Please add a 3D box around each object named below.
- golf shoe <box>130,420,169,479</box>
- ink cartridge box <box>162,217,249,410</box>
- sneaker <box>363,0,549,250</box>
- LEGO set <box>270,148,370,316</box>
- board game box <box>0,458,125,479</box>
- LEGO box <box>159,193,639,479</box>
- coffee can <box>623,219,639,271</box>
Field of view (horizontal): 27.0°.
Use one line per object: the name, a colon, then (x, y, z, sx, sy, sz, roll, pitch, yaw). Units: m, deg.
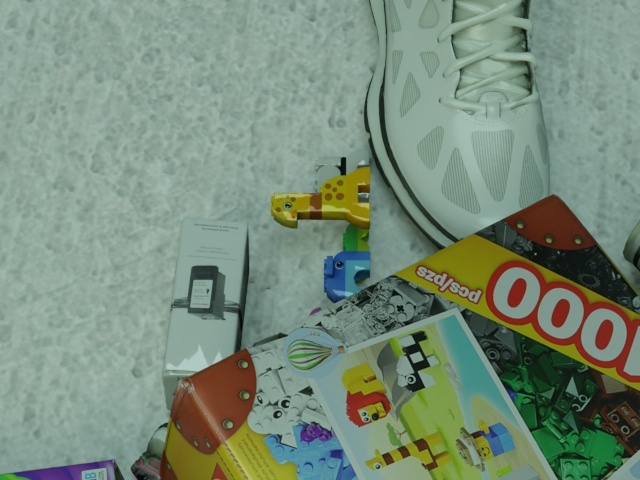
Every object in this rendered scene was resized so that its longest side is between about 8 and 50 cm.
golf shoe: (-0.070, 0.214, 1.161, 0.186, 0.067, 0.086, 29, 68, 14)
ink cartridge box: (-0.102, 0.071, 1.207, 0.063, 0.109, 0.150, 5, 65, -1)
sneaker: (0.136, -0.215, 1.250, 0.169, 0.257, 0.447, -5, 64, -11)
LEGO set: (0.000, 0.000, 1.253, 0.093, 0.087, 0.227, 1, 63, 1)
board game box: (-0.291, 0.281, 1.090, 0.275, 0.144, 0.142, -7, 64, -4)
LEGO box: (0.164, 0.265, 1.023, 0.373, 0.193, 0.500, -26, 67, -25)
coffee can: (0.432, 0.045, 1.159, 0.202, 0.201, 0.275, -34, 69, -14)
